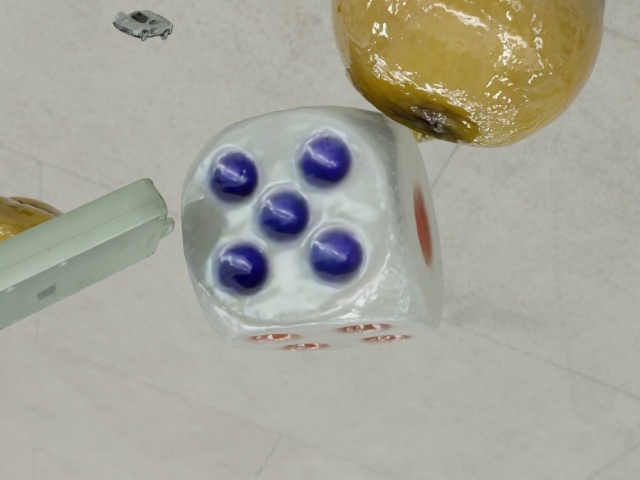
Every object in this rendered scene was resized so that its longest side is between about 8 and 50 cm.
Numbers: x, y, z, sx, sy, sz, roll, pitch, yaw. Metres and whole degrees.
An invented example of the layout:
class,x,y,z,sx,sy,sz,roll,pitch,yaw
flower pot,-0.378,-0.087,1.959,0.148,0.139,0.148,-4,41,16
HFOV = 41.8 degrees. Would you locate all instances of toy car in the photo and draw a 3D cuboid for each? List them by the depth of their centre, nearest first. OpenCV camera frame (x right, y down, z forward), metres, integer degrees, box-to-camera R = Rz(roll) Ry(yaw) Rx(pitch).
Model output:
class,x,y,z,sx,sy,sz,roll,pitch,yaw
toy car,-0.205,-0.250,0.967,0.041,0.093,0.025,31,112,8

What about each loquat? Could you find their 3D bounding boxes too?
class,x,y,z,sx,sy,sz,roll,pitch,yaw
loquat,0.134,-0.213,0.799,0.262,0.263,0.263,11,140,10

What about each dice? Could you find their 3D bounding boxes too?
class,x,y,z,sx,sy,sz,roll,pitch,yaw
dice,0.000,0.000,0.983,0.251,0.243,0.259,-7,169,16

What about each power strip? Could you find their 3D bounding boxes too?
class,x,y,z,sx,sy,sz,roll,pitch,yaw
power strip,-0.268,0.026,0.819,0.046,0.270,0.118,55,151,10

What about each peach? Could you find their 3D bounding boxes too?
class,x,y,z,sx,sy,sz,roll,pitch,yaw
peach,-0.407,-0.003,1.157,0.179,0.103,0.179,17,-177,-1

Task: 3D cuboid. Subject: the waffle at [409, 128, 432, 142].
class,x,y,z,sx,sy,sz,roll,pitch,yaw
waffle,0.207,-0.228,1.776,0.245,0.254,0.052,-171,69,-70
